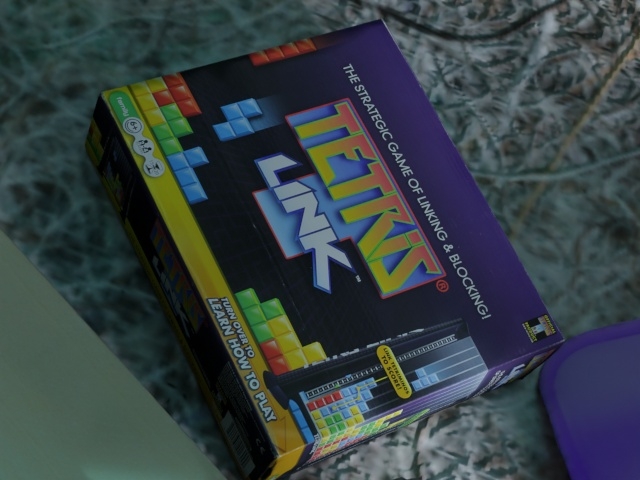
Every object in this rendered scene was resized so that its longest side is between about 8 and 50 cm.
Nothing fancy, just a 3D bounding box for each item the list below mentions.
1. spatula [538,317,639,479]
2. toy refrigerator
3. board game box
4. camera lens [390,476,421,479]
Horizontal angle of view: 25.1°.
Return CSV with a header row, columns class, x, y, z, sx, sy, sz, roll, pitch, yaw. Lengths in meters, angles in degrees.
class,x,y,z,sx,sy,sz,roll,pitch,yaw
spatula,0.142,0.111,0.516,0.084,0.030,0.296,-12,24,3
toy refrigerator,-0.151,0.033,0.504,0.269,0.102,0.094,46,59,9
board game box,0.000,0.000,0.604,0.141,0.048,0.170,-20,71,-25
camera lens,0.040,0.229,0.371,0.219,0.219,0.274,-41,94,-31
